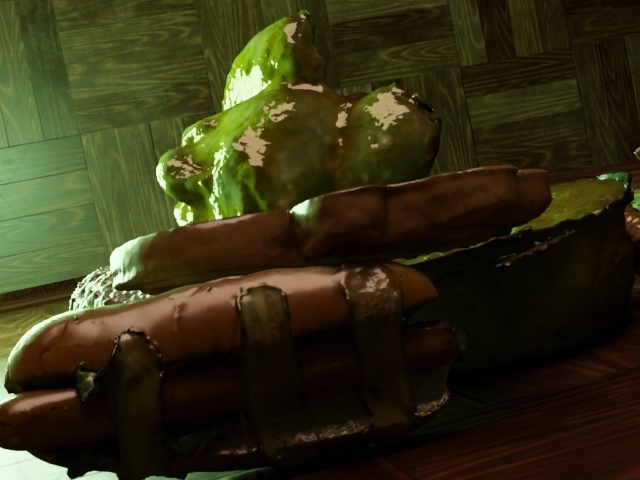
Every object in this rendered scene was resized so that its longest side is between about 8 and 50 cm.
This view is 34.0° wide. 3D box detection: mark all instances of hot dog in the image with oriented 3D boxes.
[{"bbox_3d":[-0.050,0.074,0.565,0.269,0.109,0.072,-10,11,-8],"label":"hot dog"}]

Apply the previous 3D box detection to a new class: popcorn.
[{"bbox_3d":[-0.036,-0.082,1.165,0.290,0.326,0.321,-16,13,-9],"label":"popcorn"}]

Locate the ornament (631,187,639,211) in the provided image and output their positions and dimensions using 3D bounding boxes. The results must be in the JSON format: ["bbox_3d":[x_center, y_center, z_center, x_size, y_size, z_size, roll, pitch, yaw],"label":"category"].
[{"bbox_3d":[0.480,-0.054,1.294,0.180,0.059,0.201,-8,2,-1],"label":"ornament"}]

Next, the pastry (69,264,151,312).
[{"bbox_3d":[-0.125,0.069,0.844,0.103,0.112,0.265,-24,11,-38],"label":"pastry"}]

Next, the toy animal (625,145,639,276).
[{"bbox_3d":[0.347,-0.003,0.817,0.255,0.114,0.116,4,-23,10],"label":"toy animal"}]

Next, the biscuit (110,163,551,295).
[{"bbox_3d":[0.000,0.001,0.658,0.288,0.044,0.202,-10,-4,25],"label":"biscuit"}]

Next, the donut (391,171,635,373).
[{"bbox_3d":[0.119,0.034,0.792,0.272,0.107,0.272,-16,4,1],"label":"donut"}]
